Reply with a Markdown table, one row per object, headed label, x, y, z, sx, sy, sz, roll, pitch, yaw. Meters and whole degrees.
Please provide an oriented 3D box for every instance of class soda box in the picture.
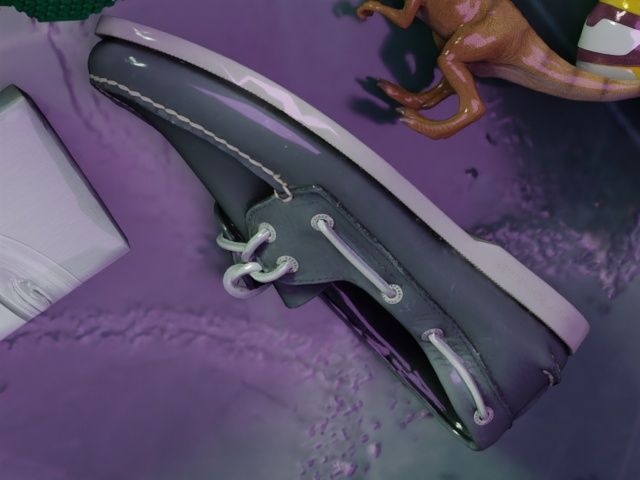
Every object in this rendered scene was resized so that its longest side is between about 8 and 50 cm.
| label | x | y | z | sx | sy | sz | roll | pitch | yaw |
| --- | --- | --- | --- | --- | --- | --- | --- | --- | --- |
| soda box | -0.240 | 0.042 | 0.902 | 0.286 | 0.091 | 0.098 | -35 | 104 | -6 |

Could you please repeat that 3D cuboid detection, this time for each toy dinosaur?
| label | x | y | z | sx | sy | sz | roll | pitch | yaw |
| --- | --- | --- | --- | --- | --- | --- | --- | --- | --- |
| toy dinosaur | 0.089 | -0.104 | 0.952 | 0.211 | 0.064 | 0.112 | 37 | 105 | 0 |

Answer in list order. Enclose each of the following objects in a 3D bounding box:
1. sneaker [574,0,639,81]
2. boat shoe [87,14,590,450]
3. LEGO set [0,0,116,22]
| label | x | y | z | sx | sy | sz | roll | pitch | yaw |
| --- | --- | --- | --- | --- | --- | --- | --- | --- | --- |
| sneaker | 0.231 | -0.088 | 1.014 | 0.185 | 0.069 | 0.084 | 19 | 102 | -9 |
| boat shoe | 0.000 | 0.000 | 0.942 | 0.319 | 0.116 | 0.099 | 35 | 85 | -20 |
| LEGO set | -0.224 | -0.226 | 0.809 | 0.331 | 0.255 | 0.192 | -9 | 69 | -10 |
